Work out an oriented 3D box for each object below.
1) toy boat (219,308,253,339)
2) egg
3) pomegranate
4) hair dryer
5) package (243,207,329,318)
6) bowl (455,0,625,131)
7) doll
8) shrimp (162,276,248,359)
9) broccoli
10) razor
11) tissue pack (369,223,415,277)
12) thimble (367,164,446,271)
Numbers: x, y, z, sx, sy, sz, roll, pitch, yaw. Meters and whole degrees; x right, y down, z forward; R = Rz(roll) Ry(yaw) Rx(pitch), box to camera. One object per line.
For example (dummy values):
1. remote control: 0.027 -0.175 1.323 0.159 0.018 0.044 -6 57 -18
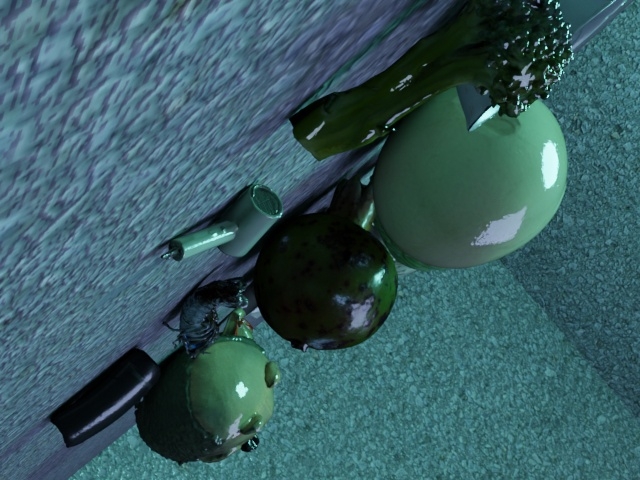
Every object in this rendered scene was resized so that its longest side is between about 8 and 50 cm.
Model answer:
1. toy boat: -0.185 0.200 1.934 0.089 0.071 0.185 -36 174 -37
2. egg: 0.184 -0.082 1.139 0.269 0.219 0.219 -44 178 -24
3. pomegranate: 0.015 0.029 1.218 0.202 0.202 0.248 129 -20 -71
4. hair dryer: -0.086 -0.007 0.756 0.063 0.038 0.124 -45 167 35
5. package: -0.038 0.030 1.506 0.204 0.062 0.251 -41 -176 6
6. bowl: 0.173 -0.185 0.807 0.189 0.086 0.189 -39 175 -4
7. doll: -0.215 0.317 1.764 0.349 0.247 0.247 -33 -177 45
8. shrimp: -0.148 0.087 1.144 0.174 0.076 0.082 129 -30 -50
9. broccoli: 0.076 -0.113 0.644 0.204 0.118 0.122 -28 -159 12
10. razor: -0.269 0.200 1.177 0.148 0.054 0.090 -40 173 -16
11. tissue pack: 0.185 -0.025 2.082 0.375 0.195 0.390 -30 171 -34
12. thimble: 0.174 -0.064 1.366 0.219 0.150 0.219 -29 -163 10
